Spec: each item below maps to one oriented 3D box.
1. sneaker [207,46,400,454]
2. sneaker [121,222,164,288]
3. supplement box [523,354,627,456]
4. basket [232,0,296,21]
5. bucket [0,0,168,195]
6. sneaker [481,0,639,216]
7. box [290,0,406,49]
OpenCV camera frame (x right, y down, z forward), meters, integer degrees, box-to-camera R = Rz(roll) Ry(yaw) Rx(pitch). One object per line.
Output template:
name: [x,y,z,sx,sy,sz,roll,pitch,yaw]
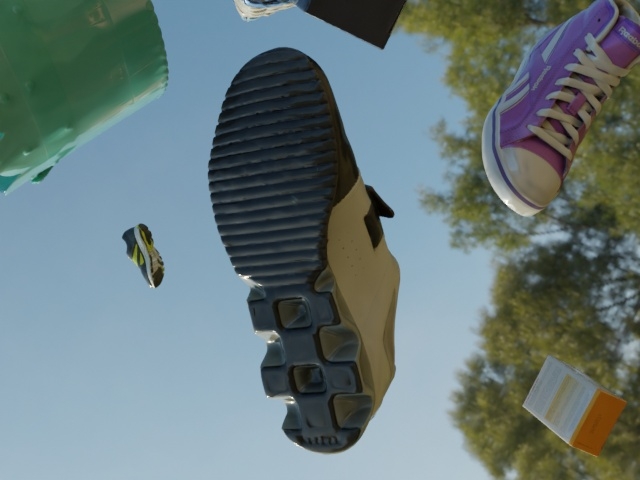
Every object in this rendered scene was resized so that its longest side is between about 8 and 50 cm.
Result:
sneaker: [0.000,0.000,0.729,0.146,0.122,0.331,-28,-66,-58]
sneaker: [-0.222,0.021,1.057,0.031,0.035,0.083,-26,-78,-64]
supplement box: [0.251,0.163,0.839,0.062,0.036,0.098,-64,19,6]
basket: [-0.076,-0.538,1.557,0.254,0.201,0.289,-22,1,-19]
bucket: [-0.280,-0.203,0.780,0.183,0.281,0.281,-31,-38,-22]
sneaker: [0.270,-0.162,0.905,0.161,0.102,0.282,-36,26,53]
box: [0.038,-0.293,0.842,0.093,0.158,0.156,20,-72,-23]
